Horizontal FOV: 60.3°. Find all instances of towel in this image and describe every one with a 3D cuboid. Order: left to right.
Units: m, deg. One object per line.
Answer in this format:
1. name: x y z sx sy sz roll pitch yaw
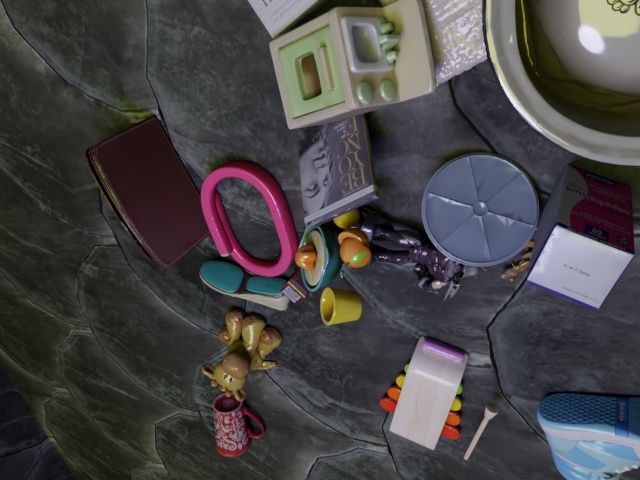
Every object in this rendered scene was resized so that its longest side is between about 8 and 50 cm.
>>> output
1. towel: 0.241 -0.370 0.833 0.282 0.049 0.187 -22 107 37

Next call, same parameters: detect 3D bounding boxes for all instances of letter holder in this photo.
1. letter holder: -0.414 -0.092 1.259 0.151 0.214 0.302 -13 113 34

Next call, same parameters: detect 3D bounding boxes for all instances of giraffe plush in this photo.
1. giraffe plush: -0.217 0.313 1.447 0.181 0.170 0.210 17 127 18

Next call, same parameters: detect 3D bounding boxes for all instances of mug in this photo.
1. mug: -0.259 0.552 1.690 0.113 0.150 0.170 38 138 52

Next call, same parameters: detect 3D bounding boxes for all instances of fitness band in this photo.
1. fitness band: -0.163 -0.043 1.263 0.208 0.054 0.291 -1 120 29

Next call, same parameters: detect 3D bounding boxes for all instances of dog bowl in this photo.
1. dog bowl: 0.411 -0.308 0.678 0.407 0.150 0.408 7 119 13

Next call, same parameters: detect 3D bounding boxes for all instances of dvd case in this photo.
1. dvd case: 0.024 -0.149 1.018 0.164 0.018 0.222 -23 64 37

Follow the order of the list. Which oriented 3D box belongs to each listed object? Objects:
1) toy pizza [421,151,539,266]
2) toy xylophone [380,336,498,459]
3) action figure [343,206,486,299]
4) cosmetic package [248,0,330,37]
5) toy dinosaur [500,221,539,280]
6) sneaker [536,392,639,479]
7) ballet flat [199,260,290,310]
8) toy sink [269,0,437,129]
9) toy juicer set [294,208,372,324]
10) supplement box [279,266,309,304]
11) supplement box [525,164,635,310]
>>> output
1. toy pizza: 0.281 -0.055 0.978 0.201 0.032 0.202 0 89 8
2. toy xylophone: 0.273 0.386 1.289 0.236 0.081 0.323 26 129 11
3. action figure: 0.186 0.017 1.091 0.284 0.099 0.186 16 119 14
4. cosmetic package: -0.010 -0.539 0.829 0.377 0.097 0.285 -26 103 38
5. toy dinosaur: 0.417 0.018 0.996 0.112 0.064 0.211 41 142 -25
6. sneaker: 0.616 0.425 1.106 0.318 0.127 0.208 0 119 39
7. ballet flat: -0.184 0.118 1.368 0.248 0.086 0.086 15 126 18
8. toy sink: 0.045 -0.281 0.886 0.234 0.131 0.153 -3 103 46
9. toy juicer set: 0.000 0.000 1.083 0.089 0.329 0.209 3 114 -22
10. supplement box: -0.048 0.099 1.272 0.055 0.083 0.043 44 131 -3
11. supplement box: 0.409 -0.013 0.865 0.111 0.220 0.114 23 127 13
